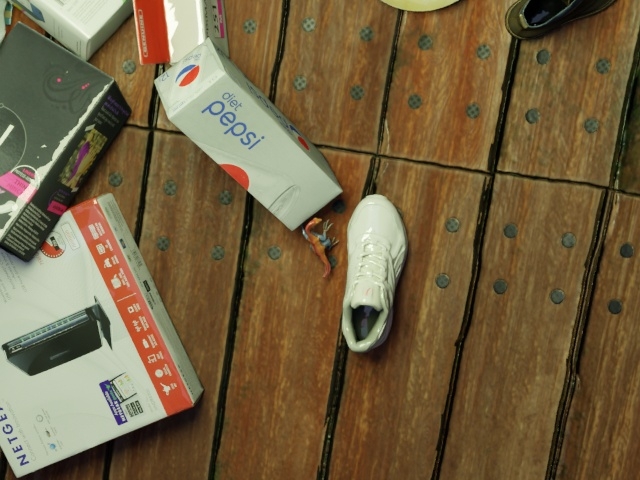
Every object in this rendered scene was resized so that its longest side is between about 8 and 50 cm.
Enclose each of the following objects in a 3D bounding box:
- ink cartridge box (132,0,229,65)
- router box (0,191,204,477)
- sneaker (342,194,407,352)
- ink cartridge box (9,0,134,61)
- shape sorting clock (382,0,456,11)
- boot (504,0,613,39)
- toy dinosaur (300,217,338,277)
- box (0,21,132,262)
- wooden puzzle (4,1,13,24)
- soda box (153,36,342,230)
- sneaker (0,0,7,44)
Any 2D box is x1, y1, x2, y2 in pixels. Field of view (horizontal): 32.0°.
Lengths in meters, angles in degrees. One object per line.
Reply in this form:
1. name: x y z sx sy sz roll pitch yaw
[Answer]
1. ink cartridge box: -0.189 -0.370 1.468 0.060 0.239 0.275 -4 99 9
2. router box: -0.379 0.142 1.653 0.301 0.082 0.335 -24 96 9
3. sneaker: 0.075 0.053 1.577 0.090 0.115 0.232 3 100 5
4. ink cartridge box: -0.355 -0.376 1.532 0.212 0.093 0.154 38 72 -3
5. shape sorting clock: 0.137 -0.419 1.530 0.206 0.040 0.206 0 96 4
6. boot: 0.350 -0.336 1.489 0.219 0.106 0.082 -33 95 10
7. toy dinosaur: 0.000 0.000 1.592 0.047 0.082 0.090 -20 76 13
8. box: -0.408 -0.131 1.529 0.165 0.143 0.270 31 80 7
9. wooden puzzle: -0.470 -0.341 1.620 0.049 0.006 0.083 11 100 4
10. soda box: -0.092 -0.136 1.494 0.098 0.091 0.286 -37 135 10
11. sneaker: -0.479 -0.283 1.509 0.094 0.258 0.091 32 113 -18
